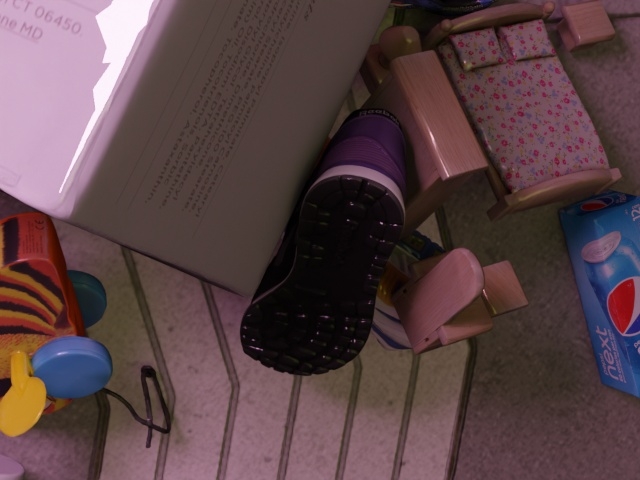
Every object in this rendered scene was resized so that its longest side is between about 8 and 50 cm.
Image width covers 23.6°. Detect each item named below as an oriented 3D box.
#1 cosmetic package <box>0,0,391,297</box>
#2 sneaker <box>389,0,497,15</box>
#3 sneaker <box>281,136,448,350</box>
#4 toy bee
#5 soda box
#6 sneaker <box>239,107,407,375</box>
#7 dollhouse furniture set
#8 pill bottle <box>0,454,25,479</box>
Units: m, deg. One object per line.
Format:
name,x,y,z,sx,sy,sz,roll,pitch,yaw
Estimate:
cosmetic package,-0.175,-0.185,1.133,0.329,0.394,0.327,24,88,18
sneaker,0.080,-0.258,1.462,0.221,0.087,0.083,-2,99,-24
sneaker,0.000,0.000,1.461,0.296,0.131,0.112,45,59,0
toy bee,-0.257,0.108,1.338,0.162,0.195,0.298,-17,119,5
soda box,0.322,0.056,1.634,0.067,0.071,0.210,-24,108,-19
sneaker,0.015,0.005,1.334,0.107,0.283,0.124,21,46,-7
dollhouse furniture set,0.209,-0.096,1.415,0.356,0.174,0.303,-15,74,-27
pill bottle,-0.325,0.284,1.362,0.112,0.112,0.186,13,94,-25
